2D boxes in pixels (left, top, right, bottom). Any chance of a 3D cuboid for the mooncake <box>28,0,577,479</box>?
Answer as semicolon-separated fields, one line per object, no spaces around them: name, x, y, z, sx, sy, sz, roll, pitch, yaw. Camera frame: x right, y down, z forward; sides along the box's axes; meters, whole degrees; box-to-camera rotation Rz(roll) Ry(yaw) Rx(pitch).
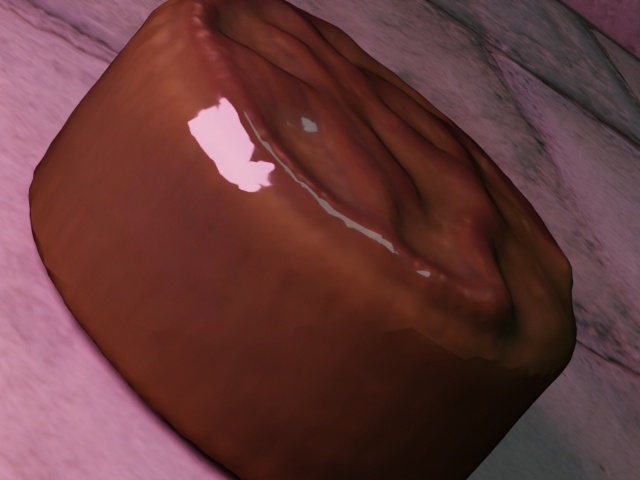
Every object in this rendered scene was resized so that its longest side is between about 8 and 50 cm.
mooncake;0.000;0.000;0.861;0.284;0.155;0.284;35;23;-17
